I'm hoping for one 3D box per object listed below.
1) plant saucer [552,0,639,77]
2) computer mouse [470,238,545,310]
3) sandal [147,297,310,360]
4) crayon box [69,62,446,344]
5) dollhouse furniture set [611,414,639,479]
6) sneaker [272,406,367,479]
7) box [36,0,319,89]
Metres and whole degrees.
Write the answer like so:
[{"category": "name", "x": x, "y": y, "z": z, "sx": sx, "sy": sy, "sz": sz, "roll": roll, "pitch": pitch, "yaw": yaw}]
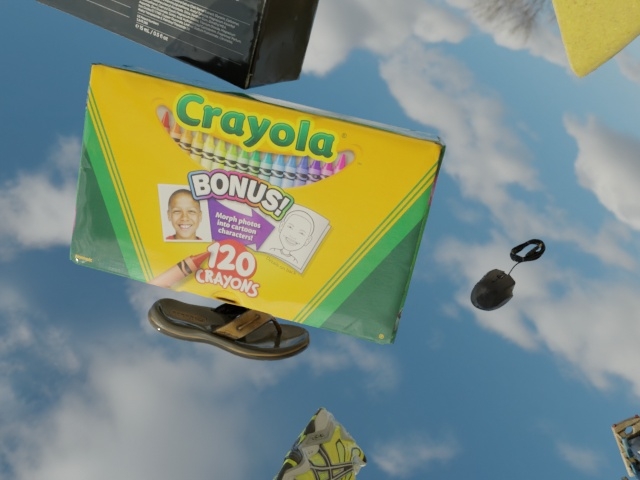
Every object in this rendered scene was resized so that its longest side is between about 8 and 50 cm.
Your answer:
[{"category": "plant saucer", "x": 0.246, "y": -0.348, "z": 0.432, "sx": 0.333, "sy": 0.081, "sz": 0.333, "roll": -53, "pitch": -49, "yaw": -22}, {"category": "computer mouse", "x": 0.395, "y": 0.062, "z": 1.269, "sx": 0.071, "sy": 0.041, "sz": 0.242, "roll": 30, "pitch": -125, "yaw": 32}, {"category": "sandal", "x": -0.115, "y": 0.105, "z": 0.809, "sx": 0.219, "sy": 0.060, "sz": 0.090, "roll": 17, "pitch": -163, "yaw": -8}, {"category": "crayon box", "x": -0.053, "y": -0.035, "z": 0.506, "sx": 0.278, "sy": 0.165, "sz": 0.081, "roll": 14, "pitch": -165, "yaw": 5}, {"category": "dollhouse furniture set", "x": 0.625, "y": 0.474, "z": 1.260, "sx": 0.129, "sy": 0.183, "sz": 0.129, "roll": -103, "pitch": -10, "yaw": -82}, {"category": "sneaker", "x": -0.012, "y": 0.447, "z": 1.091, "sx": 0.147, "sy": 0.145, "sz": 0.384, "roll": 34, "pitch": -153, "yaw": 7}, {"category": "box", "x": -0.127, "y": -0.273, "z": 0.555, "sx": 0.261, "sy": 0.184, "sz": 0.103, "roll": 27, "pitch": -150, "yaw": 18}]
